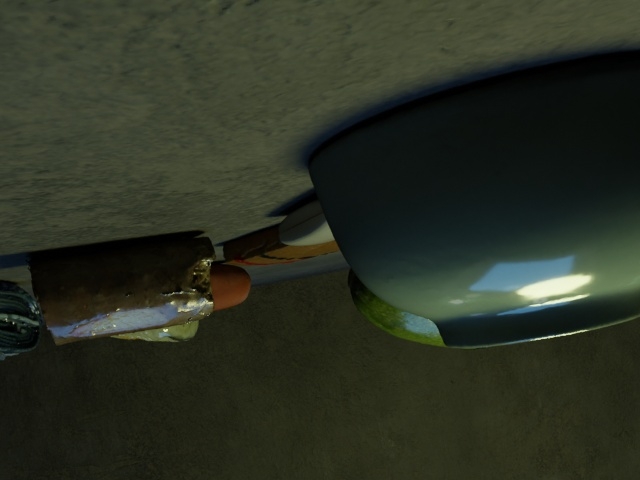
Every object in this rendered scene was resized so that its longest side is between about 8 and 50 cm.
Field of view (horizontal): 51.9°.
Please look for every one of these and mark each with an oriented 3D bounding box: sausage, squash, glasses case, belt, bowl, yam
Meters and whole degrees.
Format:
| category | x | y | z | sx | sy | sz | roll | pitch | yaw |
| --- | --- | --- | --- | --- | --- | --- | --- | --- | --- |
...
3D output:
| category | x | y | z | sx | sy | sz | roll | pitch | yaw |
| --- | --- | --- | --- | --- | --- | --- | --- | --- | --- |
| sausage | -0.272 | 0.104 | 1.369 | 0.113 | 0.114 | 0.259 | -15 | 174 | 41 |
| squash | 0.225 | 0.104 | 1.484 | 0.308 | 0.310 | 0.310 | 1 | 169 | -32 |
| glasses case | 0.009 | -0.026 | 0.820 | 0.081 | 0.051 | 0.204 | -7 | 174 | -26 |
| belt | -0.549 | 0.133 | 1.054 | 0.128 | 0.122 | 0.218 | -9 | 168 | 1 |
| bowl | 0.178 | -0.011 | 0.592 | 0.353 | 0.185 | 0.354 | -11 | 175 | -1 |
| yam | -0.263 | 0.064 | 0.896 | 0.238 | 0.129 | 0.128 | -9 | 140 | -22 |

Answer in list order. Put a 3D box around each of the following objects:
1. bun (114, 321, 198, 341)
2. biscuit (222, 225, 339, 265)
| category | x | y | z | sx | sy | sz | roll | pitch | yaw |
| --- | --- | --- | --- | --- | --- | --- | --- | --- | --- |
| bun | -0.397 | 0.166 | 1.568 | 0.243 | 0.153 | 0.244 | 8 | 172 | 1 |
| biscuit | 0.000 | 0.002 | 1.105 | 0.277 | 0.052 | 0.262 | -16 | 172 | 44 |
